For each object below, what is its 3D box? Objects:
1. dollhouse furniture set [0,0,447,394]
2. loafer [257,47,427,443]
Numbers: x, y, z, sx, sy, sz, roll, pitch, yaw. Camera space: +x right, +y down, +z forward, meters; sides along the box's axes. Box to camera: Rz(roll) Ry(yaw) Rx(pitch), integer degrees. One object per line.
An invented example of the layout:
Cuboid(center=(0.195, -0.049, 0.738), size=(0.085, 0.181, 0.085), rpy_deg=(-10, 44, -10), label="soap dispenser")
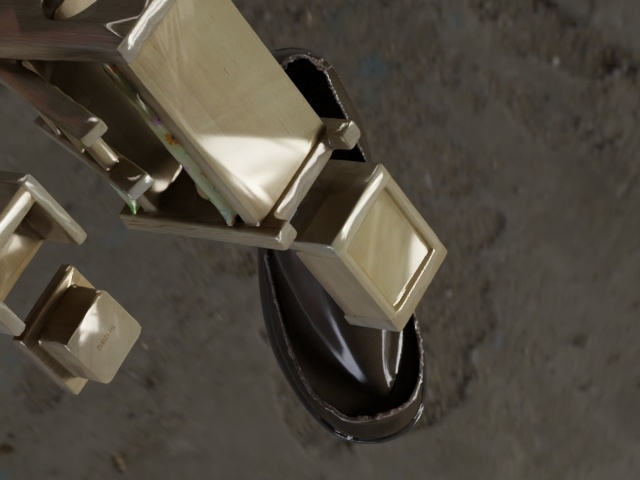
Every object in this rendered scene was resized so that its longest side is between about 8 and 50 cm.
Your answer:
Cuboid(center=(-0.069, 0.005, 0.743), size=(0.101, 0.182, 0.161), rpy_deg=(8, 56, 44), label="dollhouse furniture set")
Cuboid(center=(0.000, 0.000, 1.044), size=(0.080, 0.078, 0.220), rpy_deg=(-17, 82, -5), label="loafer")
